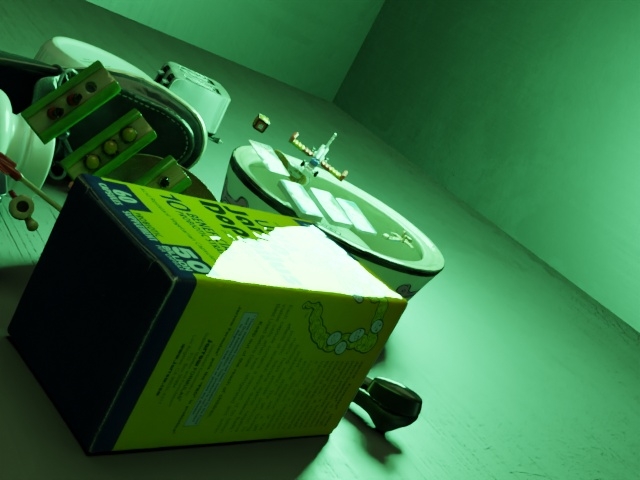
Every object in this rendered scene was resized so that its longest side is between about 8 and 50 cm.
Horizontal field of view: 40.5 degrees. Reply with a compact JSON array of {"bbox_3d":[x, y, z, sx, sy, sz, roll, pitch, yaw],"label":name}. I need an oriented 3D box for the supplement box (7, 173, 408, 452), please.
[{"bbox_3d":[-0.109,0.082,0.941,0.356,0.195,0.194,10,24,-50],"label":"supplement box"}]

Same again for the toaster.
[{"bbox_3d":[-0.312,-0.338,2.095,0.185,0.110,0.168,21,18,-26],"label":"toaster"}]

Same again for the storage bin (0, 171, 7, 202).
[{"bbox_3d":[-0.434,-0.045,0.975,0.135,0.091,0.098,19,18,-29],"label":"storage bin"}]

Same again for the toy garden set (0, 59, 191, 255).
[{"bbox_3d":[-0.254,-0.049,0.978,0.244,0.203,0.049,53,-17,-11],"label":"toy garden set"}]

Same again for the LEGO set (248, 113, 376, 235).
[{"bbox_3d":[-0.014,-0.118,1.380,0.182,0.060,0.244,13,34,-46],"label":"LEGO set"}]

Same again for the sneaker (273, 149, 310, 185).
[{"bbox_3d":[-0.051,-0.117,1.441,0.083,0.032,0.037,45,14,18],"label":"sneaker"}]

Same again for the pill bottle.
[{"bbox_3d":[-0.481,-0.139,1.079,0.272,0.152,0.152,16,20,-36],"label":"pill bottle"}]

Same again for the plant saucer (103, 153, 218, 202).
[{"bbox_3d":[-0.218,-0.013,1.085,0.198,0.199,0.036,26,35,-10],"label":"plant saucer"}]

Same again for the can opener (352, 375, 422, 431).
[{"bbox_3d":[0.046,0.189,1.137,0.186,0.073,0.059,24,21,17],"label":"can opener"}]

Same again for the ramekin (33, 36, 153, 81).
[{"bbox_3d":[-0.439,-0.288,1.679,0.272,0.127,0.273,27,16,-8],"label":"ramekin"}]

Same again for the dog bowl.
[{"bbox_3d":[0.000,0.000,1.487,0.407,0.150,0.408,27,16,-8],"label":"dog bowl"}]

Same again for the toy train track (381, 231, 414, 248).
[{"bbox_3d":[0.128,-0.006,1.424,0.048,0.014,0.083,38,19,31],"label":"toy train track"}]

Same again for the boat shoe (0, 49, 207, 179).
[{"bbox_3d":[-0.413,-0.189,1.321,0.499,0.187,0.156,15,21,-22],"label":"boat shoe"}]

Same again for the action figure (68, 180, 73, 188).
[{"bbox_3d":[-0.335,-0.068,1.348,0.115,0.030,0.038,18,23,-28],"label":"action figure"}]
